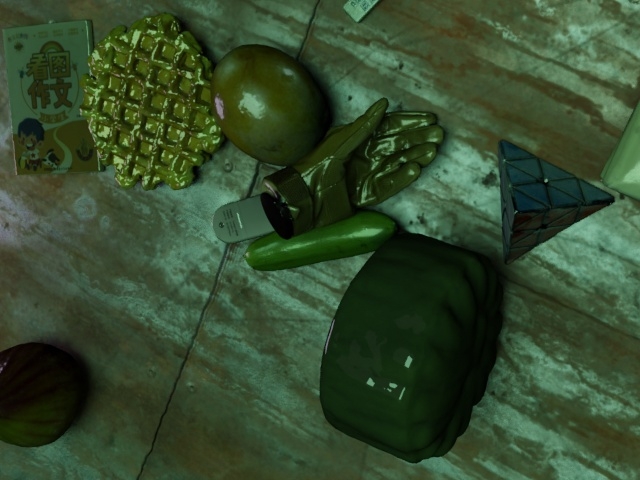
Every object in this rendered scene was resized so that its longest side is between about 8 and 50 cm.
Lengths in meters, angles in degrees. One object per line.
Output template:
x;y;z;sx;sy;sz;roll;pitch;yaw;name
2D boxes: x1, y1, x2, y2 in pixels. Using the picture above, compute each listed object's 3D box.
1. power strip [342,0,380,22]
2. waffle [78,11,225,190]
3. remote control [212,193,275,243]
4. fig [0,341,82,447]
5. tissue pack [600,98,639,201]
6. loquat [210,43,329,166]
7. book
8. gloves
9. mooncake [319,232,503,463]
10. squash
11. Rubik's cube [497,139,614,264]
0.079;-0.414;1.808;0.090;0.016;0.040;-44;81;22;power strip
-0.308;-0.250;1.966;0.302;0.068;0.325;-25;94;22;waffle
-0.092;-0.052;1.935;0.245;0.022;0.077;-15;90;25;remote control
-0.606;0.326;2.049;0.217;0.321;0.217;4;103;18;fig
0.613;-0.198;1.514;0.297;0.207;0.380;28;108;15;tissue pack
-0.088;-0.230;1.825;0.179;0.179;0.227;-40;91;23;loquat
-0.528;-0.278;2.084;0.208;0.020;0.295;-1;98;23;book
0.055;-0.124;1.779;0.331;0.141;0.154;-30;86;-11;gloves
0.160;0.171;1.683;0.194;0.356;0.356;20;106;26;mooncake
0.001;-0.001;1.870;0.292;0.082;0.082;-12;94;23;squash
0.322;-0.096;1.698;0.211;0.190;0.178;-33;68;19;Rubik's cube
